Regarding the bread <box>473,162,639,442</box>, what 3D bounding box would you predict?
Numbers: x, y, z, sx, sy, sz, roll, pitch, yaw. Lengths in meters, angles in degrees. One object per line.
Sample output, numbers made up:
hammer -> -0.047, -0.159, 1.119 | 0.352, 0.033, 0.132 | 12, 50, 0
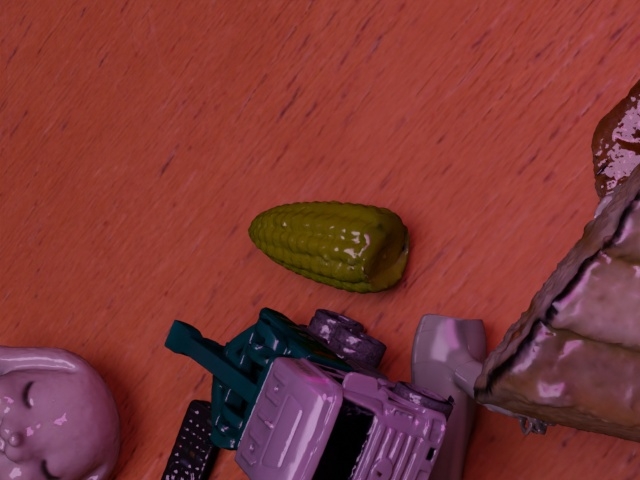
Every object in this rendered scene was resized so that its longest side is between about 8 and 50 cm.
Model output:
bread -> 0.332, 0.038, 0.914 | 0.264, 0.239, 0.395 | 35, 102, 3

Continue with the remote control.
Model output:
remote control -> -0.169, 0.307, 1.371 | 0.063, 0.025, 0.245 | 25, 96, 37

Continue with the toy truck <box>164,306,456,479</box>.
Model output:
toy truck -> -0.023, 0.165, 1.157 | 0.363, 0.178, 0.176 | 28, 97, 63

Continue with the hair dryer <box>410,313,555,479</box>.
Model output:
hair dryer -> 0.150, 0.176, 1.090 | 0.237, 0.075, 0.206 | 178, 98, -70

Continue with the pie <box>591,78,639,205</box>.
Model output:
pie -> 0.337, -0.078, 1.081 | 0.195, 0.046, 0.195 | -9, 75, 34

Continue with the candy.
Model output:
candy -> 0.000, 0.000, 1.277 | 0.210, 0.097, 0.096 | 11, 87, 42

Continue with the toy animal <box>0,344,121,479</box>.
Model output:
toy animal -> -0.368, 0.229, 1.434 | 0.265, 0.206, 0.271 | -17, 86, 22
